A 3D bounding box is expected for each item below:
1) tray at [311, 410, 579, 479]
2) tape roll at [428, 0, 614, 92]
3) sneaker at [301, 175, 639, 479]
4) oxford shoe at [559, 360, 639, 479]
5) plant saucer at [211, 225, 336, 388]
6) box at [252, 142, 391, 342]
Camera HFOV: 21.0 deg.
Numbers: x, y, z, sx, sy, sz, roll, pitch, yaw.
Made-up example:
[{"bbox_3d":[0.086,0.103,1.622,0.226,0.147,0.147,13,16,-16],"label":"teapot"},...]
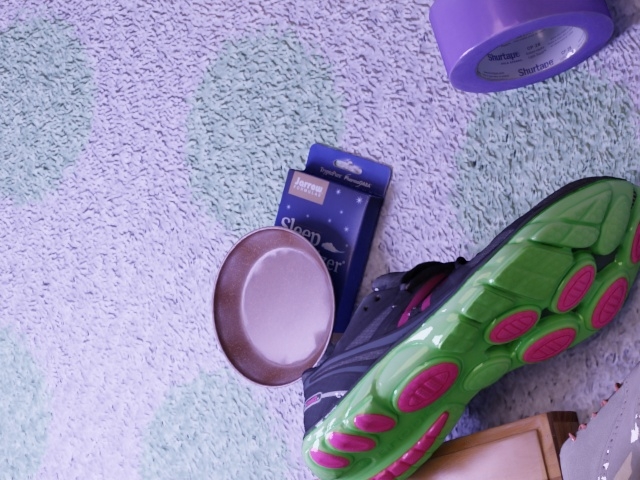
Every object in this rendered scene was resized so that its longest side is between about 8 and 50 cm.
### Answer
[{"bbox_3d":[0.126,0.343,1.980,0.411,0.076,0.203,-22,73,36],"label":"tray"},{"bbox_3d":[0.219,-0.238,1.885,0.189,0.189,0.080,-27,71,33],"label":"tape roll"},{"bbox_3d":[0.149,0.073,1.910,0.483,0.185,0.202,-38,41,15],"label":"sneaker"},{"bbox_3d":[0.317,0.195,1.774,0.146,0.140,0.397,9,82,29],"label":"oxford shoe"},{"bbox_3d":[-0.050,0.081,2.120,0.198,0.036,0.199,-1,89,40],"label":"plant saucer"},{"bbox_3d":[0.000,0.000,2.133,0.136,0.036,0.225,20,97,38],"label":"box"}]
